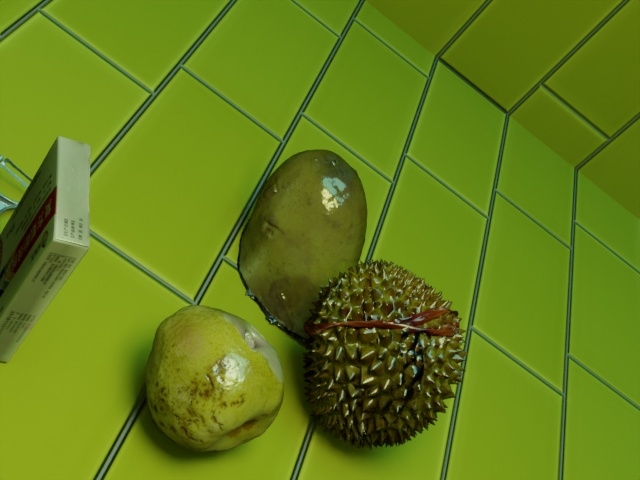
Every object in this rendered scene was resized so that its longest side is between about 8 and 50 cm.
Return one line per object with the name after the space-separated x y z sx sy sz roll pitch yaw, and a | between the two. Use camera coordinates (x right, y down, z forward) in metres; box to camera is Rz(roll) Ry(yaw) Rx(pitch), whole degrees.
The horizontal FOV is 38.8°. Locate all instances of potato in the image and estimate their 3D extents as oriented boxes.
0.000 0.000 1.990 0.289 0.296 0.397 -1 54 -36 | potato

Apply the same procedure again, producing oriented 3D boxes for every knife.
-0.612 -0.036 1.662 0.123 0.053 0.278 39 38 -14 | knife

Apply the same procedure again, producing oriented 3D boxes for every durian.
0.119 0.225 1.810 0.347 0.347 0.385 -49 136 -53 | durian

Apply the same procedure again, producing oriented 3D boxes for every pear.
-0.192 0.243 1.628 0.271 0.271 0.271 25 41 -24 | pear

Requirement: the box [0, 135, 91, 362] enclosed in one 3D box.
-0.473 0.021 1.488 0.069 0.353 0.214 16 45 -30 | box
